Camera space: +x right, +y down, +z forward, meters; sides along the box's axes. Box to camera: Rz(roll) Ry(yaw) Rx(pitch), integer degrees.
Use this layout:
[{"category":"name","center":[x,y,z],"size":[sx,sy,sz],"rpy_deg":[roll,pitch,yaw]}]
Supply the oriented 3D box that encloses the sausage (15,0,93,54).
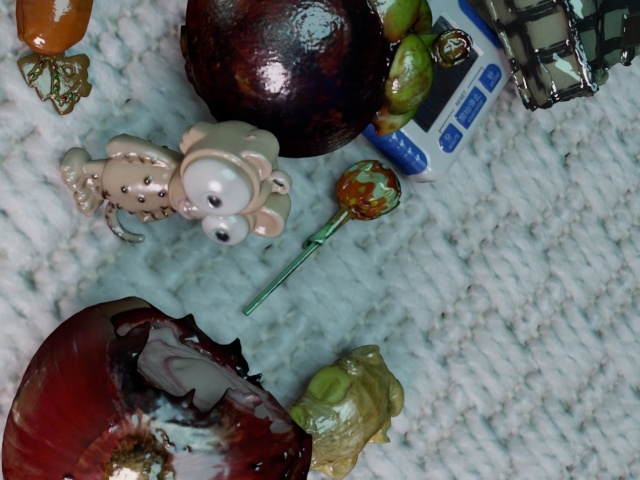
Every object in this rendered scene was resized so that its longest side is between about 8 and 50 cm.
[{"category":"sausage","center":[-0.305,-0.305,1.114],"size":[0.089,0.089,0.179],"rpy_deg":[16,88,-26]}]

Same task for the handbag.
[{"category":"handbag","center":[0.367,-0.390,1.386],"size":[0.325,0.163,0.326],"rpy_deg":[-30,103,-41]}]

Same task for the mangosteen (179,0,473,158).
[{"category":"mangosteen","center":[-0.015,-0.240,1.136],"size":[0.311,0.311,0.311],"rpy_deg":[0,89,-27]}]

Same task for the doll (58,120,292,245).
[{"category":"doll","center":[-0.165,-0.064,1.093],"size":[0.119,0.278,0.154],"rpy_deg":[-72,147,-41]}]

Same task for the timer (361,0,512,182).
[{"category":"timer","center":[0.156,-0.222,1.350],"size":[0.178,0.078,0.253],"rpy_deg":[42,70,-18]}]

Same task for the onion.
[{"category":"onion","center":[-0.186,0.243,1.042],"size":[0.341,0.341,0.341],"rpy_deg":[0,89,-27]}]

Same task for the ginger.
[{"category":"ginger","center":[0.025,0.237,1.265],"size":[0.216,0.102,0.157],"rpy_deg":[-44,135,-26]}]

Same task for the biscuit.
[{"category":"biscuit","center":[-0.321,-0.200,1.142],"size":[0.092,0.016,0.082],"rpy_deg":[26,79,-26]}]

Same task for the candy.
[{"category":"candy","center":[0.001,0.001,1.274],"size":[0.084,0.078,0.287],"rpy_deg":[41,74,11]}]
